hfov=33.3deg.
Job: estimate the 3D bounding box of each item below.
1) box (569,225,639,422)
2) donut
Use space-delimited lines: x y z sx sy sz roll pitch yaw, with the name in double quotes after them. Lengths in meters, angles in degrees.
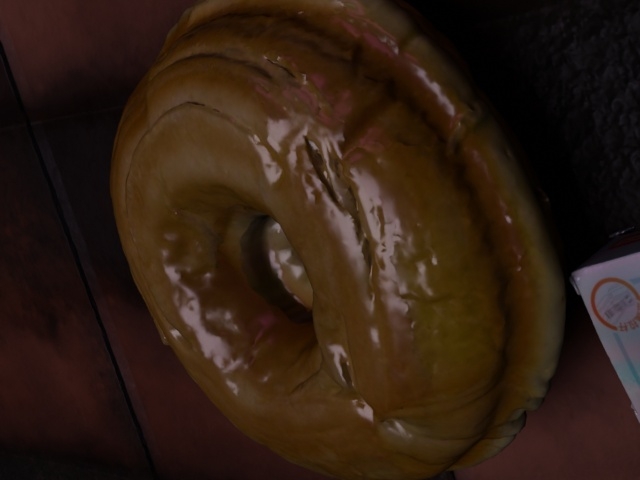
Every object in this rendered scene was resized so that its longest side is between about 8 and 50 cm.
0.305 0.034 0.696 0.269 0.079 0.135 -23 95 47 "box"
0.000 0.000 0.882 0.449 0.198 0.449 25 129 35 "donut"
